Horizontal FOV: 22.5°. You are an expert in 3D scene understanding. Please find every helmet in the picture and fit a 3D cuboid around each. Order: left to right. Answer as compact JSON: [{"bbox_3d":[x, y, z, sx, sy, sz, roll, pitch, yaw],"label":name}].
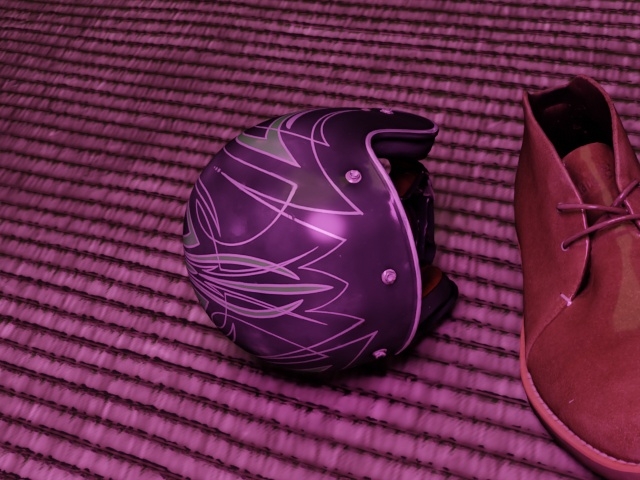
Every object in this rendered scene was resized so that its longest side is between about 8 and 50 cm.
[{"bbox_3d":[0.000,0.000,0.952,0.169,0.169,0.161,4,22,31],"label":"helmet"}]

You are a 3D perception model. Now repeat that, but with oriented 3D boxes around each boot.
[{"bbox_3d":[0.155,0.013,0.900,0.112,0.115,0.305,-13,33,3],"label":"boot"}]
